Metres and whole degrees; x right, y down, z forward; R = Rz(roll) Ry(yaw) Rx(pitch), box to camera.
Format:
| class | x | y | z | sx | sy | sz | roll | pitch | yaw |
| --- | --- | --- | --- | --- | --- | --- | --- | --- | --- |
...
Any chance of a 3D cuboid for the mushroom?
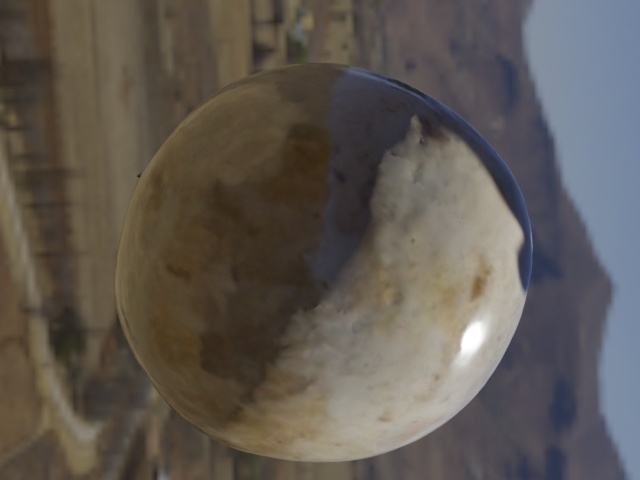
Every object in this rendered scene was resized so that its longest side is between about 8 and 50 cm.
| class | x | y | z | sx | sy | sz | roll | pitch | yaw |
| --- | --- | --- | --- | --- | --- | --- | --- | --- | --- |
| mushroom | 0.000 | 0.000 | 1.322 | 0.290 | 0.297 | 0.297 | -103 | -173 | -63 |
